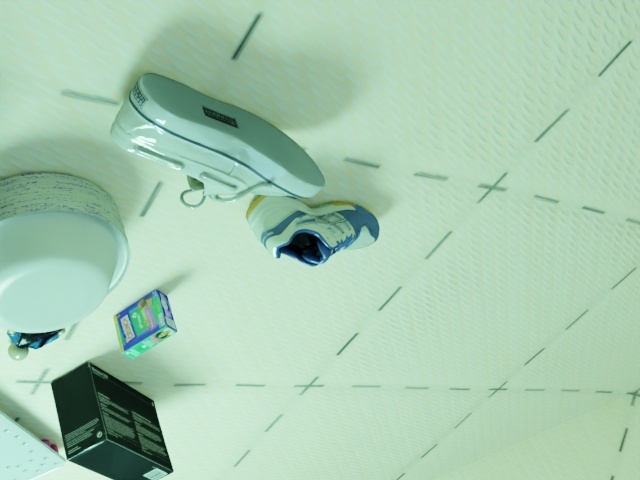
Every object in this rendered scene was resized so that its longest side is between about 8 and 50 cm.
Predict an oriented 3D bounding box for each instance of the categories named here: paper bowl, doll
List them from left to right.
[{"bbox_3d":[-0.513,0.161,1.644,0.189,0.046,0.129,-38,153,28],"label":"doll"},{"bbox_3d":[-0.447,0.038,1.439,0.284,0.148,0.284,-16,143,-12],"label":"paper bowl"}]

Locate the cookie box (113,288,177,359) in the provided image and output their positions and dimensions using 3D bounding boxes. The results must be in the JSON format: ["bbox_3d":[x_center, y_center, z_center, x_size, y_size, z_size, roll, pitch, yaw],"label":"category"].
[{"bbox_3d":[-0.334,0.160,1.711,0.107,0.091,0.040,-33,142,11],"label":"cookie box"}]

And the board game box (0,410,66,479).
[{"bbox_3d":[-0.790,0.460,1.864,0.390,0.050,0.390,-24,145,-1],"label":"board game box"}]

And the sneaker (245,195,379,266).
[{"bbox_3d":[0.000,0.000,1.670,0.296,0.131,0.112,5,134,-37],"label":"sneaker"}]

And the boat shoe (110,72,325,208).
[{"bbox_3d":[-0.166,-0.119,1.412,0.367,0.135,0.156,19,126,-41],"label":"boat shoe"}]

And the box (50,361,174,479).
[{"bbox_3d":[-0.430,0.390,1.874,0.103,0.184,0.261,-28,145,8],"label":"box"}]
